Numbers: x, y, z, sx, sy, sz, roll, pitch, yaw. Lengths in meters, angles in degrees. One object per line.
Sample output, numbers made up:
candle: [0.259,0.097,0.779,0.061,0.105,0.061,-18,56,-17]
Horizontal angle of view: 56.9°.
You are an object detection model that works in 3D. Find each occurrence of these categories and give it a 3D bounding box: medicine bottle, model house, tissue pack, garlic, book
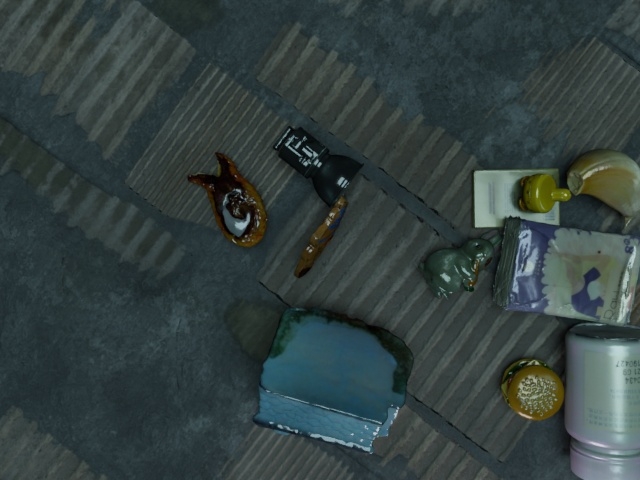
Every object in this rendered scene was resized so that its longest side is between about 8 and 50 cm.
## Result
medicine bottle: [0.743,0.415,1.524,0.214,0.213,0.378,0,92,1]
model house: [0.022,0.411,1.533,0.361,0.297,0.338,14,128,1]
tissue pack: [0.648,0.079,1.548,0.344,0.125,0.242,9,93,-6]
garlic: [0.749,-0.145,1.533,0.245,0.145,0.164,30,86,-21]
book: [0.528,-0.113,1.600,0.231,0.026,0.161,-1,91,1]

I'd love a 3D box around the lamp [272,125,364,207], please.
lamp: [-0.019,-0.210,1.536,0.227,0.172,0.147,37,94,-2]

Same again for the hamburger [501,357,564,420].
hamburger: [0.564,0.395,1.574,0.162,0.115,0.161,0,91,3]

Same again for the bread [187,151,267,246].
bread: [-0.236,-0.106,1.589,0.139,0.095,0.268,-34,77,0]

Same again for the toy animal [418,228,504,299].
toy animal: [0.394,0.047,1.568,0.251,0.125,0.127,-38,120,-4]

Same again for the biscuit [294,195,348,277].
biscuit: [0.000,0.000,1.545,0.043,0.183,0.280,34,120,11]

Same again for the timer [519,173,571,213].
timer: [0.581,-0.122,1.531,0.107,0.109,0.107,-5,97,-41]
